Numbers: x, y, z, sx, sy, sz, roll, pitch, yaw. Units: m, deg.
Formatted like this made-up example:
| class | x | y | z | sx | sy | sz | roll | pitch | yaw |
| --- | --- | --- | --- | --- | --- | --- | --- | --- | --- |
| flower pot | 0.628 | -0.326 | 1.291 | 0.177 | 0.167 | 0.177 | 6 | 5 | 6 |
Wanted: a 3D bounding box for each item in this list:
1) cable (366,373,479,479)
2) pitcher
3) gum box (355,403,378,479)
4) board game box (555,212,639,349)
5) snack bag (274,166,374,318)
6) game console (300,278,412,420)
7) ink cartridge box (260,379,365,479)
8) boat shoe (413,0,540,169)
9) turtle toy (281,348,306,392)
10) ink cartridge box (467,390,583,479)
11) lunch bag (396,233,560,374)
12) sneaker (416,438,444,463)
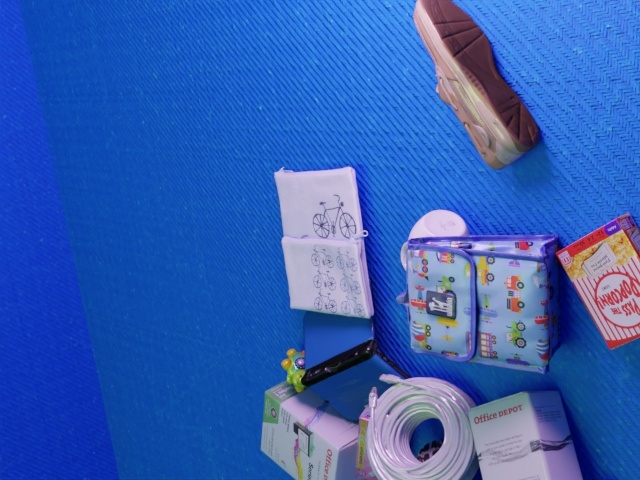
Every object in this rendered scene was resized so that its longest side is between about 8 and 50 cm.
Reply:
| class | x | y | z | sx | sy | sz | roll | pitch | yaw |
| --- | --- | --- | --- | --- | --- | --- | --- | --- | --- |
| cable | 0.216 | 0.414 | 1.911 | 0.257 | 0.089 | 0.257 | -1 | 68 | 31 |
| pitcher | 0.218 | 0.026 | 1.832 | 0.178 | 0.125 | 0.207 | 54 | 152 | 38 |
| gum box | 0.144 | 0.481 | 2.115 | 0.107 | 0.062 | 0.188 | 14 | 120 | 22 |
| board game box | 0.508 | 0.071 | 1.554 | 0.147 | 0.045 | 0.194 | -40 | 74 | 50 |
| snack bag | 0.000 | 0.000 | 2.088 | 0.323 | 0.037 | 0.343 | 3 | 102 | 55 |
| game console | 0.093 | 0.262 | 2.144 | 0.250 | 0.173 | 0.293 | 40 | 143 | -13 |
| ink cartridge box | -0.016 | 0.505 | 2.302 | 0.278 | 0.117 | 0.201 | 31 | 127 | 38 |
| boat shoe | 0.255 | -0.284 | 1.643 | 0.110 | 0.121 | 0.341 | -40 | 76 | 49 |
| turtle toy | -0.047 | 0.324 | 2.271 | 0.066 | 0.130 | 0.095 | -22 | 107 | 23 |
| ink cartridge box | 0.393 | 0.418 | 1.741 | 0.172 | 0.100 | 0.237 | -33 | 61 | 49 |
| lunch bag | 0.283 | 0.106 | 1.688 | 0.293 | 0.138 | 0.221 | 2 | 108 | 25 |
| sneaker | 0.276 | 0.555 | 1.943 | 0.118 | 0.107 | 0.279 | 78 | 176 | -45 |
